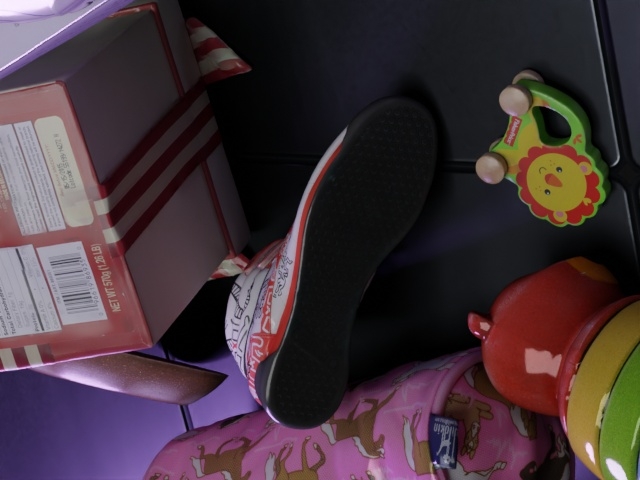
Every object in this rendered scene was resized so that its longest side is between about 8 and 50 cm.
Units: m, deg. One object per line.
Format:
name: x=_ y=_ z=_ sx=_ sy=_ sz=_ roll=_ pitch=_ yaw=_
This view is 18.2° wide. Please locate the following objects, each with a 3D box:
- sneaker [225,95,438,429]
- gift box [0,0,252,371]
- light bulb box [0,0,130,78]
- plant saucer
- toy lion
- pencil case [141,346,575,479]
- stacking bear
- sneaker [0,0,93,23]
sneaker: x=-0.001 y=0.000 z=1.558 sx=0.270 sy=0.090 sz=0.145 roll=-71 pitch=22 yaw=11
gift box: x=-0.192 y=-0.043 z=1.582 sx=0.276 sy=0.258 sz=0.255 roll=-5 pitch=112 yaw=19
light bulb box: x=-0.093 y=-0.298 z=1.266 sx=0.361 sy=0.358 sz=0.225 roll=-25 pitch=101 yaw=43
plant saucer: x=-0.179 y=0.108 z=1.706 sx=0.198 sy=0.198 sz=0.036 roll=12 pitch=86 yaw=33
toy lion: x=0.166 y=-0.060 z=1.436 sx=0.096 sy=0.034 sz=0.100 roll=27 pitch=130 yaw=14
pencil case: x=0.018 y=0.199 z=1.611 sx=0.386 sy=0.167 sz=0.160 roll=-19 pitch=94 yaw=45
stacking bear: x=0.235 y=0.103 z=1.391 sx=0.289 sy=0.175 sz=0.164 roll=27 pitch=104 yaw=40
sneaker: x=-0.231 y=-0.149 z=1.124 sx=0.297 sy=0.129 sz=0.111 roll=-11 pitch=109 yaw=41
